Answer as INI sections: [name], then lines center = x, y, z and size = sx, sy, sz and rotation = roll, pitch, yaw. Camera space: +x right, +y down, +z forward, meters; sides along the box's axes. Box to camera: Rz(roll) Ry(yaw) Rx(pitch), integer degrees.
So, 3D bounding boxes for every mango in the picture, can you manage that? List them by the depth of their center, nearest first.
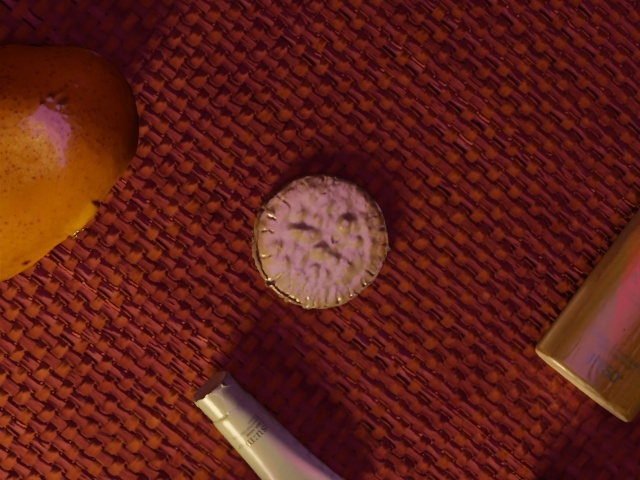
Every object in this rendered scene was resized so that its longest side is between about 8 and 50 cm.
[mango]
center = -0.315, -0.077, 1.728
size = 0.191, 0.160, 0.290
rotation = 36, 97, -16

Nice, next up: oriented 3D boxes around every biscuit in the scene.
[biscuit]
center = 0.000, 0.000, 1.847
size = 0.152, 0.020, 0.152
rotation = -1, 94, -10

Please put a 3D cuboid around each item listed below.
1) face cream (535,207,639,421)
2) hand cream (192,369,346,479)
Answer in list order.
[face cream]
center = 0.369, 0.047, 1.889
size = 0.139, 0.067, 0.285
rotation = 38, 87, -12
[hand cream]
center = -0.051, 0.225, 1.840
size = 0.078, 0.050, 0.205
rotation = -44, 103, -4
